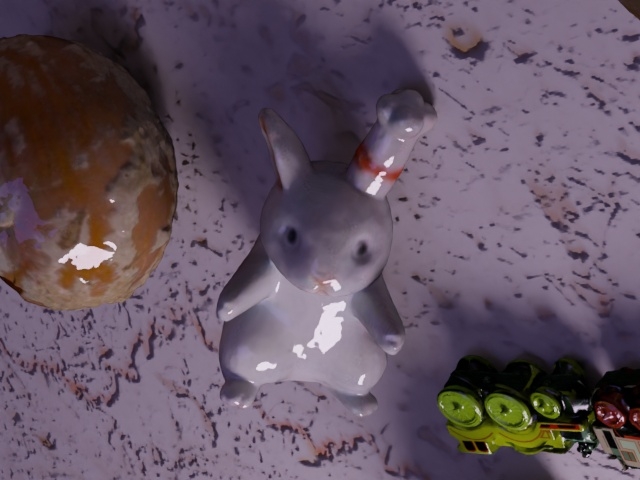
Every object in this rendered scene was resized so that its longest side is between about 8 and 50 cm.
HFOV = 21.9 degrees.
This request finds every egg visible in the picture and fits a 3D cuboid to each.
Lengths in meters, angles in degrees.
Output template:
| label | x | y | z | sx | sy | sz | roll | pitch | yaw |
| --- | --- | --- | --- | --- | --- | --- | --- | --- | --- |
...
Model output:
| label | x | y | z | sx | sy | sz | roll | pitch | yaw |
| --- | --- | --- | --- | --- | --- | --- | --- | --- | --- |
| egg | -0.213 | -0.055 | 1.344 | 0.195 | 0.195 | 0.233 | 1 | 124 | 43 |

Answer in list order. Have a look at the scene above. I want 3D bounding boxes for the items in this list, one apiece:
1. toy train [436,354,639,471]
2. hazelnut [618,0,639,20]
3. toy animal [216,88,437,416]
| label | x | y | z | sx | sy | sz | roll | pitch | yaw |
| --- | --- | --- | --- | --- | --- | --- | --- | --- | --- |
| toy train | 0.195 | 0.126 | 1.207 | 0.250 | 0.053 | 0.085 | -2 | 127 | 44 |
| hazelnut | 0.243 | -0.178 | 0.816 | 0.181 | 0.181 | 0.212 | -12 | 110 | 49 |
| toy animal | -0.002 | 0.015 | 1.232 | 0.140 | 0.138 | 0.282 | 8 | 140 | -6 |
